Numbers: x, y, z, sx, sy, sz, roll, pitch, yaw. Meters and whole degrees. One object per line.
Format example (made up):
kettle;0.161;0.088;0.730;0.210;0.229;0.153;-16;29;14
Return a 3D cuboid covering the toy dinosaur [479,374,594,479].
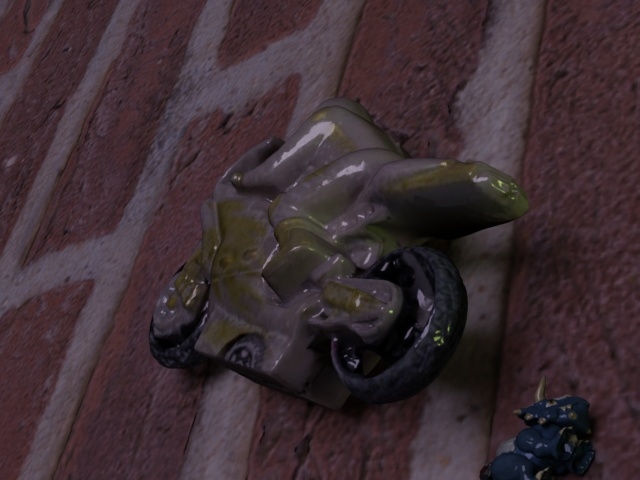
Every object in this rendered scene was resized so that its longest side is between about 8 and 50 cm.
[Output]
toy dinosaur;0.110;0.113;0.586;0.047;0.030;0.083;11;64;53

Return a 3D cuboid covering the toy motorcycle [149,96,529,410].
toy motorcycle;0.000;0.000;0.753;0.340;0.108;0.223;3;64;57
